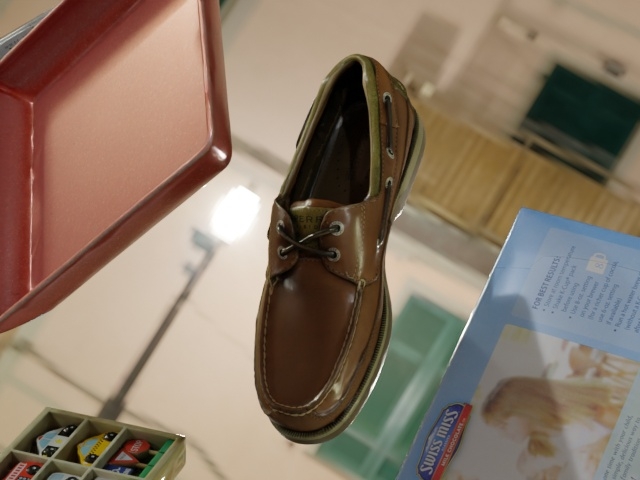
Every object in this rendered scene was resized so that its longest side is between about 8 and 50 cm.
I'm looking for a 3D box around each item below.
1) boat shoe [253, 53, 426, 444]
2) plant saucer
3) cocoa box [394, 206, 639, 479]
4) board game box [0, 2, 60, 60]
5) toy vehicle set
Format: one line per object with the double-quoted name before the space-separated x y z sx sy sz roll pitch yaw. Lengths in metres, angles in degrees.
"boat shoe" 0.000 0.000 1.316 0.111 0.307 0.104 1 -27 21
"plant saucer" -0.150 -0.085 1.197 0.048 0.258 0.259 28 -50 -36
"cocoa box" 0.219 0.190 1.361 0.231 0.347 0.228 16 -21 29
"board game box" -0.353 -0.153 1.702 0.053 0.305 0.193 59 24 -11
"toy vehicle set" -0.262 0.260 1.701 0.166 0.035 0.267 9 27 16
